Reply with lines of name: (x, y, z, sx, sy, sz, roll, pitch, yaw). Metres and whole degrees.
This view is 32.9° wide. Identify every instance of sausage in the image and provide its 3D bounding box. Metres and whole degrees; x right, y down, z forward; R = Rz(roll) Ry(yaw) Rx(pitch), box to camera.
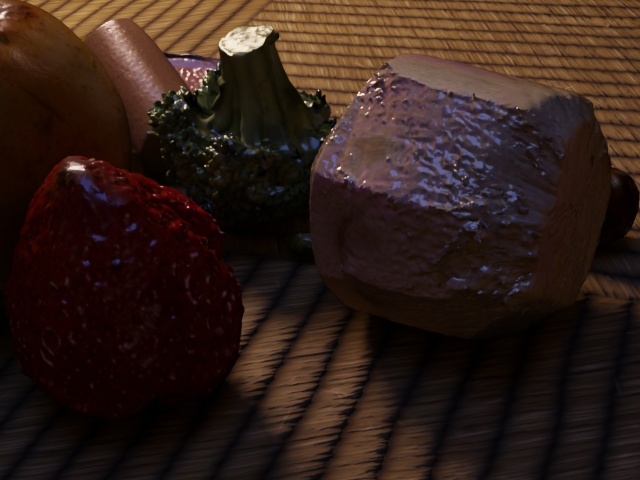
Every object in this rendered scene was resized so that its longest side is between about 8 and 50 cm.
sausage: (-0.268, -0.223, 1.603, 0.123, 0.123, 0.253, -22, 58, -26)

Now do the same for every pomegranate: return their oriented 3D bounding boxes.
pomegranate: (-0.438, -0.103, 1.287, 0.416, 0.417, 0.417, -4, 31, 2)

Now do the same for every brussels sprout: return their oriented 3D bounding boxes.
brussels sprout: (-0.001, 0.001, 1.359, 0.083, 0.046, 0.051, -20, 37, -6)

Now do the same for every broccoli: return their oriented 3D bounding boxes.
broccoli: (-0.095, -0.135, 1.419, 0.235, 0.260, 0.288, -51, 49, -5)

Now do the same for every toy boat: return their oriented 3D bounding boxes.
toy boat: (-0.237, -0.225, 1.737, 0.227, 0.085, 0.155, 5, 50, 3)

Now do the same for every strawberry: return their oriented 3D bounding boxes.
strawberry: (-0.210, 0.038, 1.107, 0.257, 0.277, 0.257, -7, 31, 4)

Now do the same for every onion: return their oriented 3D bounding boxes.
onion: (0.325, -0.046, 1.314, 0.117, 0.119, 0.118, -17, 25, 25)

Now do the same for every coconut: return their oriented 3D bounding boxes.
coconut: (0.131, -0.050, 1.179, 0.309, 0.297, 0.297, 14, 37, 29)

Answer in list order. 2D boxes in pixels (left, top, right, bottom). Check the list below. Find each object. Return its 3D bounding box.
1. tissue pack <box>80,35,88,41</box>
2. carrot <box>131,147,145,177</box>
tissue pack: (-0.379, -0.287, 1.841, 0.169, 0.082, 0.120, 21, 39, 36)
carrot: (-0.340, -0.135, 1.559, 0.114, 0.114, 0.302, -22, 38, -25)
